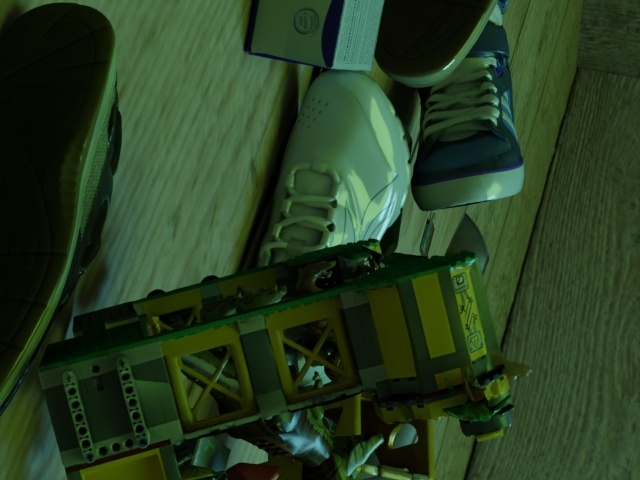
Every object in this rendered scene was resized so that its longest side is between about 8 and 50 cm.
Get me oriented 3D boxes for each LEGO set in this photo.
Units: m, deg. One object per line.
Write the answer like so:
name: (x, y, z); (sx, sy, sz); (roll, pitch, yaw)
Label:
LEGO set: (-0.023, 0.119, 0.722); (0.331, 0.255, 0.192); (180, -104, -73)

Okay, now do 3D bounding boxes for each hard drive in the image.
hard drive: (-0.109, 0.221, 1.087); (0.094, 0.022, 0.135); (62, 42, -69)

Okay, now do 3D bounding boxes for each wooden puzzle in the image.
wooden puzzle: (0.157, -0.002, 2.006); (0.049, 0.006, 0.083); (62, 42, -70)

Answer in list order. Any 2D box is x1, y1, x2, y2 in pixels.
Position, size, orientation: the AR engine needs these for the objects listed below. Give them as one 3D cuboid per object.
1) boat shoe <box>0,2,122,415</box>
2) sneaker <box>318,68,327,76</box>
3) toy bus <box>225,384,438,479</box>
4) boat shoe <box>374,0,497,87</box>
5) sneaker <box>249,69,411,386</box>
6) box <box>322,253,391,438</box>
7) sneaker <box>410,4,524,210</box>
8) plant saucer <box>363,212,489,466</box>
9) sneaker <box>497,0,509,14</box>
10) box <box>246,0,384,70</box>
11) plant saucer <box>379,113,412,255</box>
boat shoe: (-0.138, -0.004, 0.649); (0.073, 0.080, 0.224); (62, 37, -62)
sneaker: (0.011, -0.101, 1.239); (0.089, 0.051, 0.170); (44, 54, -74)
toy bus: (0.004, 0.176, 1.170); (0.191, 0.202, 0.104); (78, 12, -68)
boat shoe: (0.131, -0.274, 1.337); (0.110, 0.121, 0.341); (78, 26, -58)
sneaker: (0.000, 0.000, 1.168); (0.129, 0.111, 0.297); (-27, 128, -66)
box: (0.053, 0.134, 1.481); (0.183, 0.059, 0.233); (28, 86, -81)
sneaker: (0.153, -0.175, 1.549); (0.323, 0.130, 0.236); (-51, 130, -72)
plant saucer: (0.121, 0.120, 1.517); (0.310, 0.050, 0.311); (22, 90, -83)
sneaker: (0.211, -0.380, 1.719); (0.083, 0.087, 0.221); (-61, 159, -52)
box: (0.004, -0.199, 1.068); (0.137, 0.072, 0.126); (-23, 124, -75)
plant saucer: (0.056, -0.036, 1.481); (0.188, 0.045, 0.188); (-47, 147, -64)
